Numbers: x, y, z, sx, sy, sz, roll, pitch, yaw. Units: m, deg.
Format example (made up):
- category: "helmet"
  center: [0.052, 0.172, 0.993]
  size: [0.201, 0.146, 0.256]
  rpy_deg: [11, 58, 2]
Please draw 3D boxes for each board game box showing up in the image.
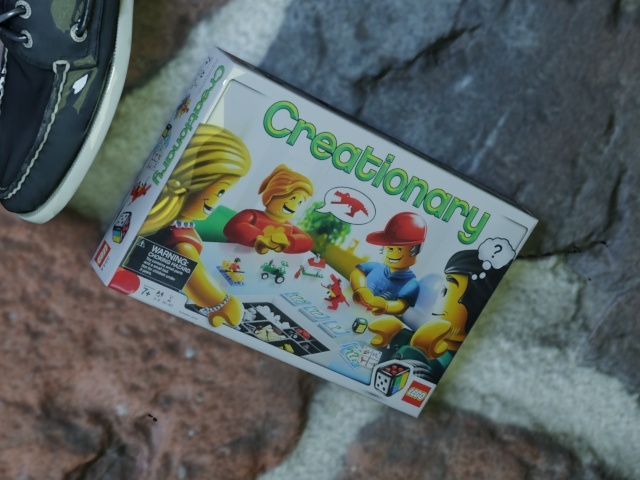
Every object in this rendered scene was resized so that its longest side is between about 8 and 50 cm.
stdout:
- category: "board game box"
  center: [0.000, 0.000, 1.438]
  size: [0.305, 0.053, 0.193]
  rpy_deg: [25, 101, -30]

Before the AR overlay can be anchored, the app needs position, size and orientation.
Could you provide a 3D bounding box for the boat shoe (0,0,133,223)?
- category: "boat shoe"
  center: [-0.182, -0.181, 1.230]
  size: [0.113, 0.127, 0.340]
  rpy_deg: [12, 105, -36]
